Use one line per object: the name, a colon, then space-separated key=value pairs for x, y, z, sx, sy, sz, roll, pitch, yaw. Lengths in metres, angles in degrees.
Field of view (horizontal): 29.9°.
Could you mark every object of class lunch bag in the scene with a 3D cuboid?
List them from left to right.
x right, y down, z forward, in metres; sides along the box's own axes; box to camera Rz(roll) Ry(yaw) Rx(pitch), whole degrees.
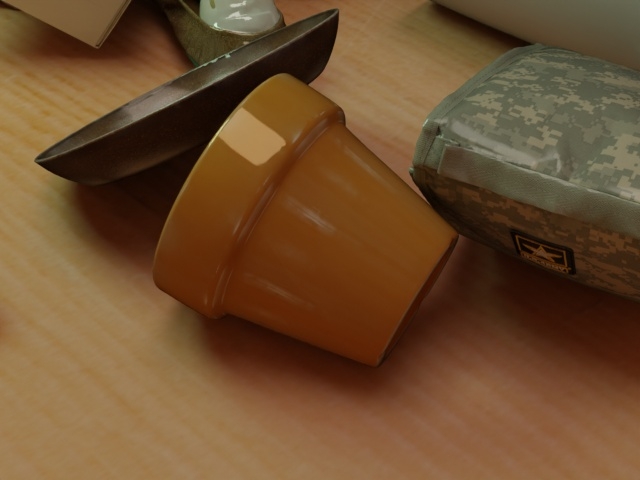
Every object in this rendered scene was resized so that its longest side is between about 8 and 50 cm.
lunch bag: x=0.228 y=-0.053 z=1.010 sx=0.235 sy=0.169 sz=0.287 roll=22 pitch=22 yaw=22

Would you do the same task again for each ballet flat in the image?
ballet flat: x=-0.116 y=-0.277 z=1.337 sx=0.116 sy=0.124 sz=0.342 roll=-13 pitch=42 yaw=-23

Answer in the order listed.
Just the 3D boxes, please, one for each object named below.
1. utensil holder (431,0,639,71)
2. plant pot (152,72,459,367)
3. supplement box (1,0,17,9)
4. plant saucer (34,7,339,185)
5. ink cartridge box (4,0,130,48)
utensil holder: x=0.306 y=-0.357 z=1.312 sx=0.385 sy=0.328 sz=0.327 roll=29 pitch=46 yaw=32
plant pot: x=0.000 y=0.000 z=0.966 sx=0.188 sy=0.205 sz=0.205 roll=32 pitch=45 yaw=10
supplement box: x=-0.380 y=-0.395 z=1.468 sx=0.130 sy=0.073 sz=0.239 roll=28 pitch=37 yaw=-15
plant saucer: x=-0.114 y=-0.126 z=1.109 sx=0.310 sy=0.050 sz=0.310 roll=-25 pitch=14 yaw=7
ink cartridge box: x=-0.300 y=-0.376 z=1.355 sx=0.207 sy=0.117 sz=0.283 roll=26 pitch=38 yaw=-22
